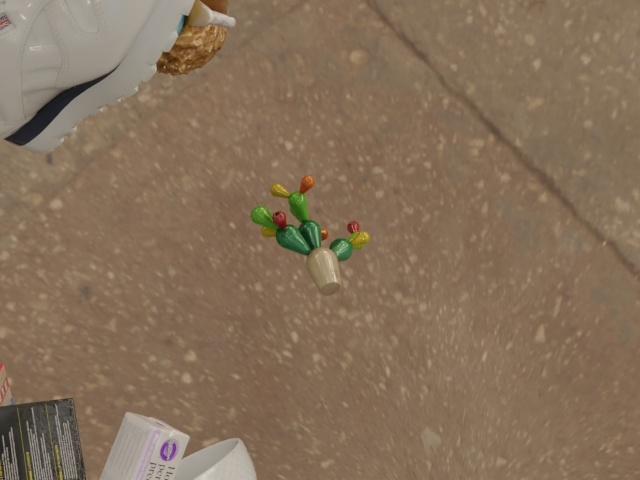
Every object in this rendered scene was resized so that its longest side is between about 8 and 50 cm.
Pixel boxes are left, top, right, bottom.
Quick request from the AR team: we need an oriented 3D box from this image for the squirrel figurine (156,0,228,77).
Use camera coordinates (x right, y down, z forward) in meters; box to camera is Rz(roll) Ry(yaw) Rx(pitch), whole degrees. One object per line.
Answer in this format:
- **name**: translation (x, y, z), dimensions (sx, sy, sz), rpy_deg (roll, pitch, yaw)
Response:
- **squirrel figurine**: translation (-0.319, -0.450, 1.543), dimensions (0.370, 0.281, 0.397), rpy_deg (9, 98, -22)

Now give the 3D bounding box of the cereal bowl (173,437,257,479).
- **cereal bowl**: translation (-0.239, 0.449, 1.530), dimensions (0.338, 0.339, 0.141), rpy_deg (-29, 90, -2)

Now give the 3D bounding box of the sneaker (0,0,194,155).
- **sneaker**: translation (-0.133, -0.109, 0.453), dimensions (0.094, 0.235, 0.090), rpy_deg (15, 59, -33)

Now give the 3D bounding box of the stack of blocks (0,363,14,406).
- **stack of blocks**: translation (-0.603, 0.340, 1.707), dimensions (0.087, 0.297, 0.171), rpy_deg (16, 57, 1)

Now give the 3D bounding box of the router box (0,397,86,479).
- **router box**: translation (-0.388, 0.306, 1.332), dimensions (0.133, 0.046, 0.179), rpy_deg (-3, 56, -25)

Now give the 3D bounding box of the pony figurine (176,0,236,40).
- **pony figurine**: translation (-0.289, -0.293, 0.981), dimensions (0.363, 0.350, 0.303), rpy_deg (39, 110, 57)

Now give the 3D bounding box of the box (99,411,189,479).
- **box**: translation (-0.253, 0.370, 1.179), dimensions (0.067, 0.063, 0.324), rpy_deg (14, 81, 44)

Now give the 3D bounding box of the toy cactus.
- **toy cactus**: translation (0.000, 0.000, 1.516), dimensions (0.112, 0.219, 0.181), rpy_deg (-40, 48, 25)
